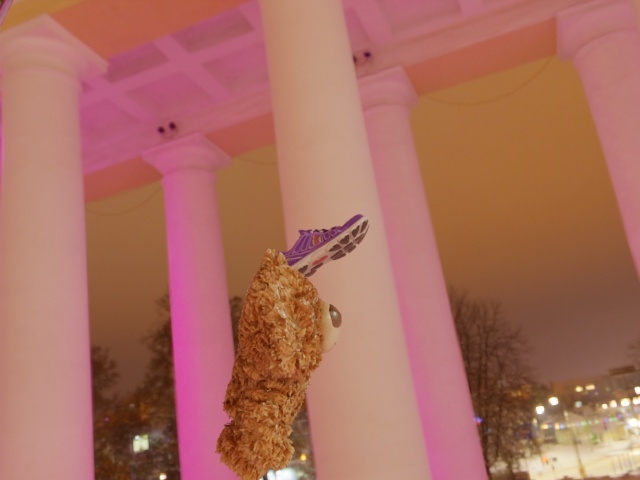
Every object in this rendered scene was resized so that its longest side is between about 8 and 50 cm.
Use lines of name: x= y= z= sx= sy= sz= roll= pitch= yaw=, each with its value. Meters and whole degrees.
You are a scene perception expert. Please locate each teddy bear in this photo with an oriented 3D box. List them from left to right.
teddy bear: x=-0.053 y=0.169 z=0.814 sx=0.113 sy=0.337 sz=0.245 roll=16 pitch=24 yaw=1

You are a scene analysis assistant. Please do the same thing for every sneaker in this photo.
sneaker: x=0.000 y=0.000 z=1.057 sx=0.170 sy=0.071 sz=0.068 roll=-30 pitch=-23 yaw=3

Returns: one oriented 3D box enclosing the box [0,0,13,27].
box: x=-0.366 y=-0.268 z=0.628 sx=0.057 sy=0.293 sz=0.201 roll=25 pitch=2 yaw=-5
